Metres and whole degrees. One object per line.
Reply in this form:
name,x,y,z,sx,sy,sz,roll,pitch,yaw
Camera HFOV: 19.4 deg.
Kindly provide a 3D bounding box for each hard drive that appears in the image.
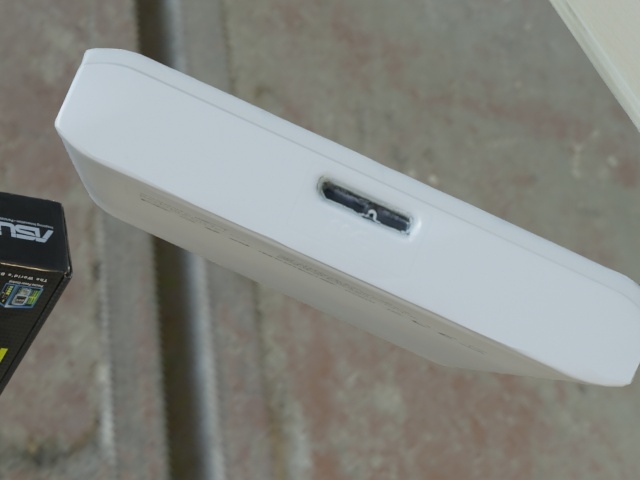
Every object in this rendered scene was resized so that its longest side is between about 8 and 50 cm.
hard drive,0.000,0.000,0.744,0.203,0.307,0.040,25,86,-3

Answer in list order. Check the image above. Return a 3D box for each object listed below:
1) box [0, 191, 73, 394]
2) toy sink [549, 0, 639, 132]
box,-0.313,0.043,1.124,0.270,0.216,0.060,11,46,-28
toy sink,0.170,-0.079,0.507,0.152,0.131,0.234,-17,54,-13
